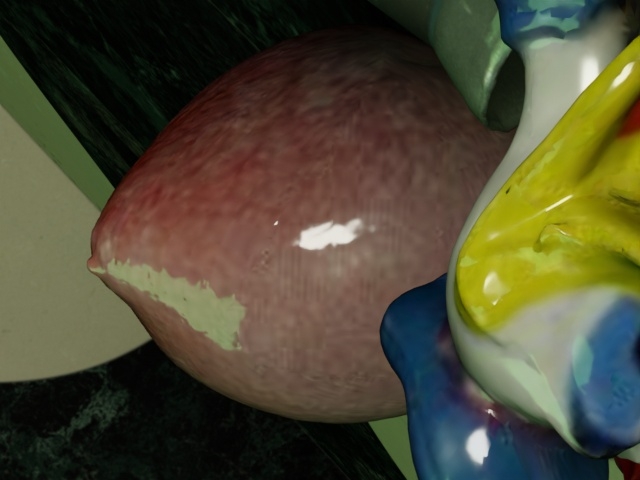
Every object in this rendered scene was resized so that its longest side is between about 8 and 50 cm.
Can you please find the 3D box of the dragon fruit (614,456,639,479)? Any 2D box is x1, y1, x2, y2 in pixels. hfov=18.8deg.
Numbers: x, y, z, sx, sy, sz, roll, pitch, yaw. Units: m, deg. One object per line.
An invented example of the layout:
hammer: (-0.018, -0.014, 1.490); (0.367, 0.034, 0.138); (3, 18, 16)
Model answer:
dragon fruit: (0.190, 0.097, 0.805); (0.163, 0.189, 0.261); (25, 143, 26)

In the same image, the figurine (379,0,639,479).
figurine: (0.080, -0.084, 0.462); (0.284, 0.338, 0.204); (5, -170, 10)

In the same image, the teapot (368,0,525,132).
teapot: (0.009, -0.151, 0.644); (0.225, 0.171, 0.203); (39, -159, 14)

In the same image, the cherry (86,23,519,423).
cherry: (0.008, 0.002, 1.021); (0.239, 0.239, 0.206); (37, 161, 48)
